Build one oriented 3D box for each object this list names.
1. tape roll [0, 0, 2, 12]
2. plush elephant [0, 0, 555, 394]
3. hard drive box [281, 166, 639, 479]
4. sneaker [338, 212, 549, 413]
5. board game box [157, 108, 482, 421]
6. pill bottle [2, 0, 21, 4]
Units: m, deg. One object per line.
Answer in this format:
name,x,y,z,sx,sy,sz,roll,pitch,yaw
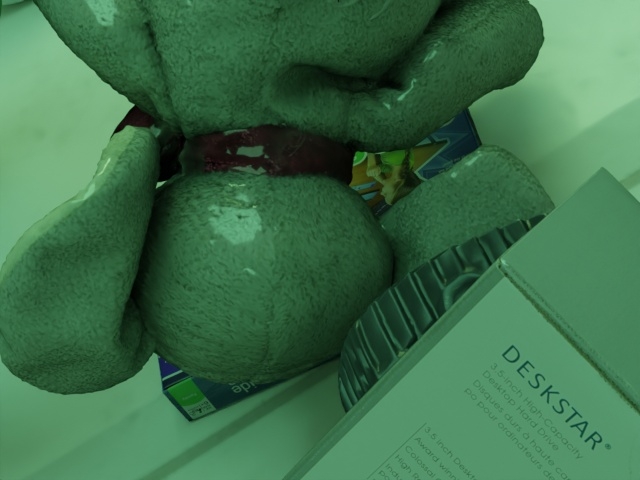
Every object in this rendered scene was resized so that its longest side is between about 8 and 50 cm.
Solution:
tape roll,-0.235,-0.058,0.910,0.077,0.321,0.321,8,48,-17
plush elephant,-0.026,-0.048,0.797,0.330,0.271,0.255,-138,61,-74
hard drive box,0.079,0.121,0.608,0.089,0.181,0.232,-36,-9,-50
sneaker,0.168,0.034,0.727,0.319,0.131,0.112,-18,70,4
board game box,0.000,0.000,0.914,0.201,0.035,0.136,-23,48,10
pill bottle,-0.238,-0.259,1.193,0.103,0.103,0.184,-26,48,7
